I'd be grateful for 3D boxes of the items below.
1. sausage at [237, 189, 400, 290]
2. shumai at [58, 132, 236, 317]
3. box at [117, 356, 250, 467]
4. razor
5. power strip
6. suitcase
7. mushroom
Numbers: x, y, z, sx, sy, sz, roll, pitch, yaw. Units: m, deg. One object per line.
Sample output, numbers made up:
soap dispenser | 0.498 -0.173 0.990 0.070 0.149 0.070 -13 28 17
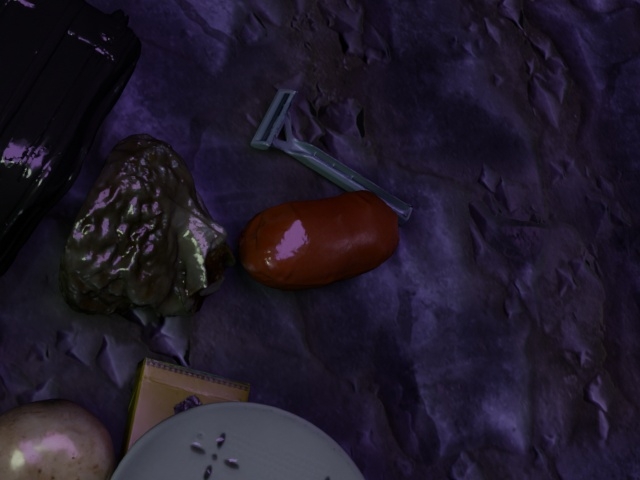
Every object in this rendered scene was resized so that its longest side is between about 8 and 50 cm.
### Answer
sausage | 0.001 0.003 1.613 0.258 0.133 0.133 -12 75 -35
shumai | -0.213 -0.001 1.465 0.218 0.189 0.256 30 64 -12
box | -0.183 0.300 1.438 0.153 0.041 0.279 17 62 -19
razor | 0.023 -0.109 1.722 0.278 0.056 0.111 36 58 -19
power strip | -0.096 0.360 1.301 0.357 0.161 0.358 7 56 -11
suitcase | -0.379 -0.111 1.318 0.188 0.345 0.339 32 50 -15
mushroom | -0.325 0.269 1.330 0.166 0.127 0.166 0 90 -15
